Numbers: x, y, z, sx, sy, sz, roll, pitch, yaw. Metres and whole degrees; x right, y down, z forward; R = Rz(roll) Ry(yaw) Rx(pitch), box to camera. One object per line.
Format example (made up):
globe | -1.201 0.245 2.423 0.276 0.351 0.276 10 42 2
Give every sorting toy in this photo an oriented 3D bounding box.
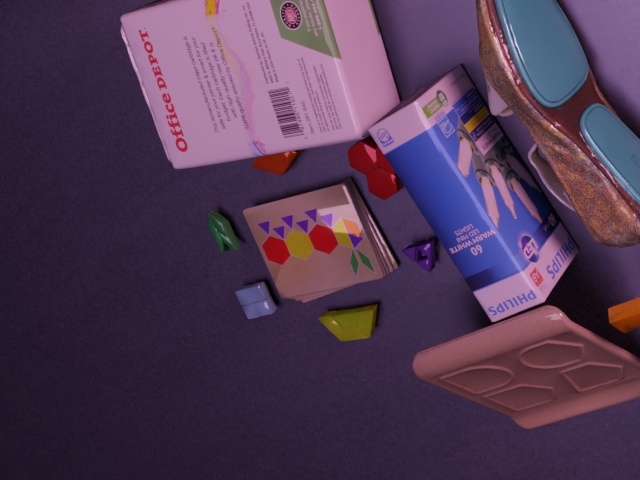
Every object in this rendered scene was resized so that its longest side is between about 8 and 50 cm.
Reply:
sorting toy | 0.290 0.133 1.328 0.307 0.041 0.229 -25 139 37

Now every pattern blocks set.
pattern blocks set | 0.000 0.000 1.489 0.325 0.026 0.285 -4 112 32

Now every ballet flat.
ballet flat | 0.249 -0.136 1.227 0.123 0.123 0.348 -33 96 38

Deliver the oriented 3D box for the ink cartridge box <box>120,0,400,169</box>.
ink cartridge box | -0.072 -0.211 1.361 0.278 0.117 0.201 -6 111 32

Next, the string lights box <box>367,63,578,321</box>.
string lights box | 0.175 -0.054 1.292 0.077 0.133 0.259 -28 99 38
